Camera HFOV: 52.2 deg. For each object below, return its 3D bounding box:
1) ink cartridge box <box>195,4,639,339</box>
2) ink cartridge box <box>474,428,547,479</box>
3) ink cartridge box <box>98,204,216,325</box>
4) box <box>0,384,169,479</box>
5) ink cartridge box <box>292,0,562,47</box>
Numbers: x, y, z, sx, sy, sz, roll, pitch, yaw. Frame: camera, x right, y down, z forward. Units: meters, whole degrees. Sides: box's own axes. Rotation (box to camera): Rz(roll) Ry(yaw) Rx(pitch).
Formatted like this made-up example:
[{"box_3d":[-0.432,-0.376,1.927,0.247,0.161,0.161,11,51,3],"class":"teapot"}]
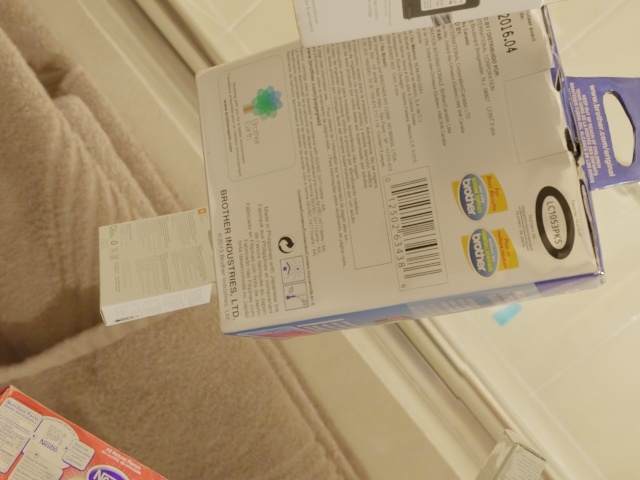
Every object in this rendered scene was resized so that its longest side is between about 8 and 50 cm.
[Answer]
[{"box_3d":[0.096,-0.066,0.611,0.395,0.270,0.151,-12,168,22],"class":"ink cartridge box"},{"box_3d":[0.290,0.509,1.194,0.330,0.071,0.324,-59,163,-3],"class":"ink cartridge box"},{"box_3d":[-0.253,0.032,1.091,0.224,0.223,0.045,-13,129,-9],"class":"ink cartridge box"},{"box_3d":[-0.333,0.331,0.851,0.142,0.300,0.154,-20,-144,53],"class":"box"},{"box_3d":[0.068,-0.184,0.378,0.180,0.104,0.060,-10,153,3],"class":"ink cartridge box"}]
